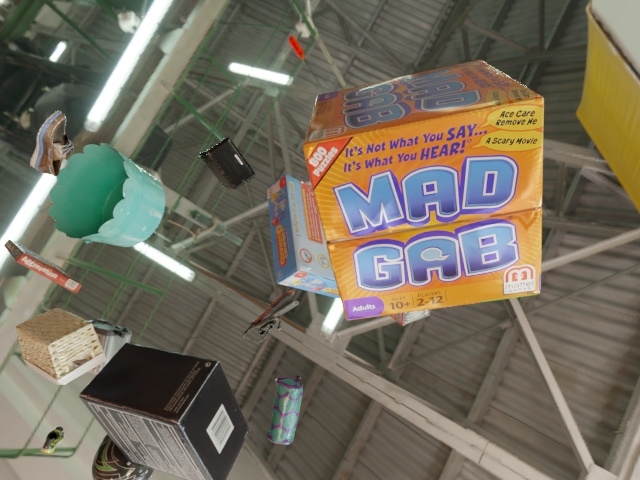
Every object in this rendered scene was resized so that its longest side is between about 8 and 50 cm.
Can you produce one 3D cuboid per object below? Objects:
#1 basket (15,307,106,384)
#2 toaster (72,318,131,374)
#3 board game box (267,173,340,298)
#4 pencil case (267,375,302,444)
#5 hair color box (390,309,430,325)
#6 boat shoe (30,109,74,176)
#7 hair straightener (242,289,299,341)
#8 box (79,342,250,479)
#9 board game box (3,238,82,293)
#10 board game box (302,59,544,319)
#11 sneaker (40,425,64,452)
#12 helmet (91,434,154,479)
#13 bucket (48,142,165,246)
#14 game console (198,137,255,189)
[{"bbox_3d":[-0.585,0.230,1.008,0.167,0.113,0.103,12,-64,32],"label":"basket"},{"bbox_3d":[-0.725,0.349,1.484,0.227,0.129,0.146,9,-93,27],"label":"toaster"},{"bbox_3d":[0.000,0.000,1.294,0.086,0.302,0.308,-32,-127,36],"label":"board game box"},{"bbox_3d":[-0.083,0.394,1.047,0.070,0.065,0.151,19,-78,48],"label":"pencil case"},{"bbox_3d":[0.207,0.159,1.213,0.093,0.053,0.167,-15,-155,-26],"label":"hair color box"},{"bbox_3d":[-0.607,-0.220,1.034,0.183,0.066,0.066,-42,-159,40],"label":"boat shoe"},{"bbox_3d":[-0.164,0.265,1.487,0.230,0.047,0.089,-37,-122,8],"label":"hair straightener"},{"bbox_3d":[-0.372,0.432,1.120,0.294,0.296,0.182,4,-143,21],"label":"box"},{"bbox_3d":[-0.699,0.060,1.122,0.281,0.145,0.027,10,-117,49],"label":"board game box"},{"bbox_3d":[0.191,-0.112,0.891,0.357,0.356,0.356,-10,-151,9],"label":"board game box"},{"bbox_3d":[-0.580,0.429,0.984,0.035,0.031,0.083,-67,-164,4],"label":"sneaker"},{"bbox_3d":[-0.560,0.637,1.280,0.169,0.169,0.161,-33,-139,10],"label":"helmet"},{"bbox_3d":[-0.602,-0.116,1.287,0.281,0.183,0.281,-5,-107,19],"label":"bucket"},{"bbox_3d":[-0.244,-0.199,1.174,0.107,0.122,0.071,-33,-155,8],"label":"game console"}]
